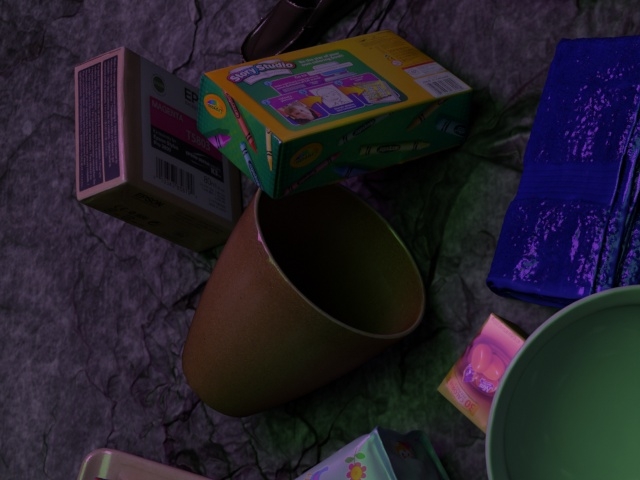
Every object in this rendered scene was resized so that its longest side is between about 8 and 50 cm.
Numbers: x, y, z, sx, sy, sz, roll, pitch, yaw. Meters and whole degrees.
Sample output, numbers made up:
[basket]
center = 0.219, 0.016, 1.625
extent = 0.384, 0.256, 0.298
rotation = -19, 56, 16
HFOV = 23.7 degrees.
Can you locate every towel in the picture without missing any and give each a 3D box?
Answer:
[towel]
center = 0.288, -0.077, 1.623
extent = 0.227, 0.076, 0.308
rotation = 7, 78, 54

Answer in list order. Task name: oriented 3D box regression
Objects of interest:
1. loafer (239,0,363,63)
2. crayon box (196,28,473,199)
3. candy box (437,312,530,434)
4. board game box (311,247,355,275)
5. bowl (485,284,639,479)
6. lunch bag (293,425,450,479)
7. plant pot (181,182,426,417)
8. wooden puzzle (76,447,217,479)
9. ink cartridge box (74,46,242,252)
[loafer]
center = -0.031, -0.301, 1.978
extent = 0.220, 0.078, 0.080
rotation = -41, 53, 18
[crayon box]
center = 0.017, -0.152, 1.765
extent = 0.165, 0.278, 0.081
rotation = 42, 138, 39
[candy box]
center = 0.224, 0.175, 1.625
extent = 0.109, 0.053, 0.186
rotation = -55, 49, 8
[board game box]
center = 0.000, 0.000, 1.882
extent = 0.090, 0.020, 0.090
rotation = -27, 59, 29
[bowl]
center = 0.295, 0.184, 1.475
extent = 0.298, 0.297, 0.134
rotation = -62, 6, 2
[lunch bag]
center = 0.059, 0.363, 1.617
extent = 0.223, 0.160, 0.262
rotation = -35, 67, 19
[plant pot]
center = -0.046, 0.090, 1.772
extent = 0.254, 0.237, 0.237
rotation = -47, 50, 32
[wooden puzzle]
center = -0.216, 0.435, 1.848
extent = 0.347, 0.080, 0.322
rotation = 9, 79, 39
[ink cartridge box]
center = -0.204, -0.112, 1.940
extent = 0.088, 0.234, 0.193
rotation = -18, 64, 31
